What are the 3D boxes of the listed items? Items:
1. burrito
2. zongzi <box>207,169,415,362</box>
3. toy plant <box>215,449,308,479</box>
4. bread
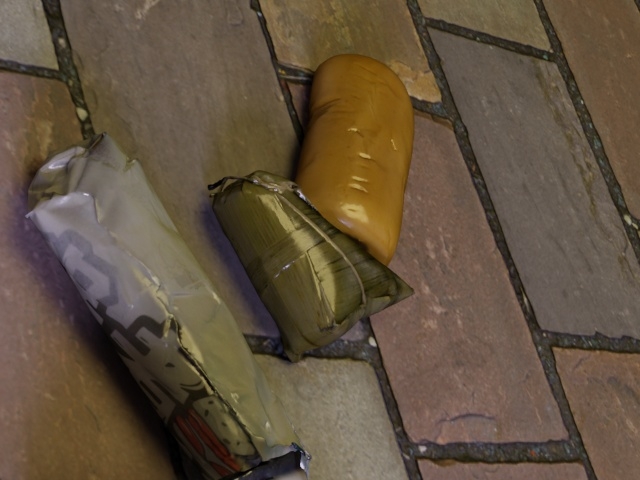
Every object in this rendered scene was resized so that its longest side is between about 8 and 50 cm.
[{"bbox_3d":[-0.122,0.099,1.559,0.445,0.101,0.139,58,18,3],"label":"burrito"},{"bbox_3d":[-0.002,-0.002,1.786,0.204,0.094,0.205,-23,80,-49],"label":"zongzi"},{"bbox_3d":[-0.060,0.351,1.347,0.247,0.247,0.332,-14,80,-54],"label":"toy plant"},{"bbox_3d":[0.044,-0.090,1.933,0.142,0.091,0.305,33,39,-21],"label":"bread"}]
